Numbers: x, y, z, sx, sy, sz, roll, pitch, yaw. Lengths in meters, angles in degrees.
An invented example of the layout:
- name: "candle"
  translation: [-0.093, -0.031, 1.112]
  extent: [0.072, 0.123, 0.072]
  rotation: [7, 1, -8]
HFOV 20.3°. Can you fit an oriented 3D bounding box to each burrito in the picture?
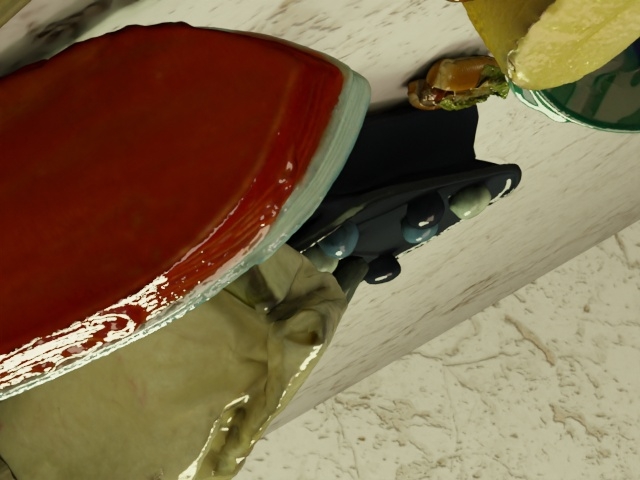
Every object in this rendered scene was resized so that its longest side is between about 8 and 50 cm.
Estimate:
- name: "burrito"
  translation: [-0.102, 0.088, 1.297]
  extent: [0.135, 0.190, 0.332]
  rotation: [-25, 158, -48]

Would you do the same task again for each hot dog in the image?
- name: "hot dog"
  translation: [0.116, -0.124, 1.435]
  extent: [0.056, 0.041, 0.133]
  rotation: [-38, 169, 31]

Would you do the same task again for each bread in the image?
- name: "bread"
  translation: [0.195, -0.200, 1.149]
  extent: [0.102, 0.094, 0.245]
  rotation: [8, 139, -46]

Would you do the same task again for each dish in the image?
- name: "dish"
  translation: [0.244, -0.170, 1.308]
  extent: [0.224, 0.246, 0.078]
  rotation: [-37, -146, 20]

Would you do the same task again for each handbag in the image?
- name: "handbag"
  translation: [0.000, 0.000, 1.490]
  extent: [0.269, 0.118, 0.325]
  rotation: [-38, 167, 33]

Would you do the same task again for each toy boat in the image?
- name: "toy boat"
  translation: [-0.126, -0.011, 0.914]
  extent: [0.331, 0.145, 0.133]
  rotation: [-27, 171, 4]

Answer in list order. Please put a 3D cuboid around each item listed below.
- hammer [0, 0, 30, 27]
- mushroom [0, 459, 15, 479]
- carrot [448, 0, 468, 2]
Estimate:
- name: "hammer"
  translation: [-0.107, -0.129, 0.782]
  extent: [0.195, 0.028, 0.060]
  rotation: [-34, 177, 28]
- name: "mushroom"
  translation: [-0.286, 0.201, 1.555]
  extent: [0.247, 0.096, 0.108]
  rotation: [-30, -173, 13]
- name: "carrot"
  translation: [0.115, -0.192, 1.057]
  extent: [0.060, 0.060, 0.186]
  rotation: [-26, 174, -32]
